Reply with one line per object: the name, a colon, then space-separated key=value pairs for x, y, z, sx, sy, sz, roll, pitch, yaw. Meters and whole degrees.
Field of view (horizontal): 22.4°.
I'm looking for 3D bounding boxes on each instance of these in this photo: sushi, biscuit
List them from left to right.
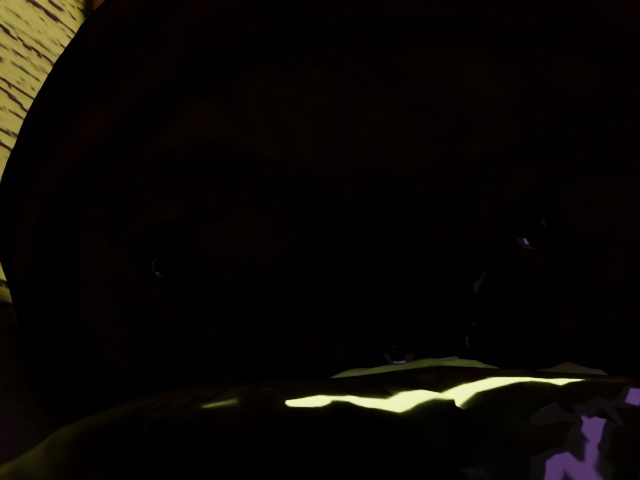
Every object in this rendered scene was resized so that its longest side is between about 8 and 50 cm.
sushi: x=0.017 y=0.192 z=0.484 sx=0.299 sy=0.281 sz=0.294 roll=62 pitch=21 yaw=-66
biscuit: x=0.067 y=0.038 z=0.639 sx=0.091 sy=0.407 sz=0.407 roll=-78 pitch=151 yaw=-43

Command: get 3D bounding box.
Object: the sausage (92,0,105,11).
sausage: x=-0.096 y=-0.101 z=0.892 sx=0.062 sy=0.054 sz=0.183 roll=125 pitch=-46 yaw=-64
